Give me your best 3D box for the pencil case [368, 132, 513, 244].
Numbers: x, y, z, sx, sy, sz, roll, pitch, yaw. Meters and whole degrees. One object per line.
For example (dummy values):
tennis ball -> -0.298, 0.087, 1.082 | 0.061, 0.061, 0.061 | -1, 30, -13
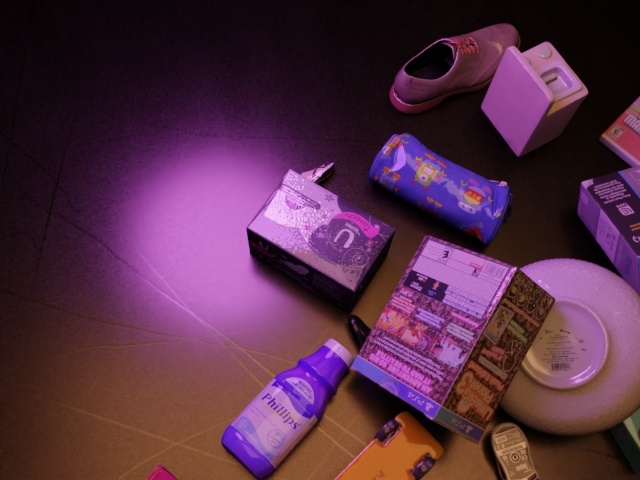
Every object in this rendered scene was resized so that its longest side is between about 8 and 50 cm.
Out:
pencil case -> 0.255, -0.114, 1.614 | 0.306, 0.119, 0.133 | 29, 93, 9

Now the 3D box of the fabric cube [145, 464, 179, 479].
fabric cube -> -0.237, 0.556, 1.243 | 0.258, 0.254, 0.259 | 38, 71, 12

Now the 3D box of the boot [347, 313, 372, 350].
boot -> 0.119, 0.185, 1.526 | 0.099, 0.045, 0.121 | -24, 78, -9

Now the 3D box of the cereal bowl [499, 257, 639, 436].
cereal bowl -> 0.445, 0.191, 1.422 | 0.339, 0.141, 0.339 | -4, 78, 18

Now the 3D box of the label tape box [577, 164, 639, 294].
label tape box -> 0.696, -0.007, 1.522 | 0.241, 0.106, 0.333 | -16, 47, -5

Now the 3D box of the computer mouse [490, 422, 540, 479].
computer mouse -> 0.371, 0.434, 1.439 | 0.106, 0.042, 0.193 | -16, 75, -4

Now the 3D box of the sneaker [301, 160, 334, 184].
sneaker -> -0.015, -0.139, 1.656 | 0.109, 0.040, 0.044 | -40, 67, -20

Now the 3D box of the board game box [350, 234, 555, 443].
board game box -> 0.233, 0.169, 1.387 | 0.232, 0.141, 0.291 | 24, 82, 53

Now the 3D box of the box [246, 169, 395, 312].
box -> 0.000, 0.000, 1.544 | 0.247, 0.142, 0.163 | 31, 70, 9

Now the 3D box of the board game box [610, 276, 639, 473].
board game box -> 0.637, 0.239, 1.510 | 0.254, 0.079, 0.336 | -24, 70, -12

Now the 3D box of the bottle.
bottle -> -0.052, 0.305, 1.442 | 0.118, 0.092, 0.283 | 41, 71, 14

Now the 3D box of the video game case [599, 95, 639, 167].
video game case -> 0.795, -0.254, 1.751 | 0.204, 0.025, 0.285 | 43, 72, 14

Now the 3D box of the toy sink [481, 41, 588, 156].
toy sink -> 0.460, -0.315, 1.647 | 0.131, 0.234, 0.153 | -28, 71, -13

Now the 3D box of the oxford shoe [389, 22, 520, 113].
oxford shoe -> 0.317, -0.403, 1.731 | 0.348, 0.130, 0.123 | -33, 73, -15

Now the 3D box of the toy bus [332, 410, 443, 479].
toy bus -> 0.065, 0.455, 1.365 | 0.333, 0.130, 0.108 | -41, 74, -17
